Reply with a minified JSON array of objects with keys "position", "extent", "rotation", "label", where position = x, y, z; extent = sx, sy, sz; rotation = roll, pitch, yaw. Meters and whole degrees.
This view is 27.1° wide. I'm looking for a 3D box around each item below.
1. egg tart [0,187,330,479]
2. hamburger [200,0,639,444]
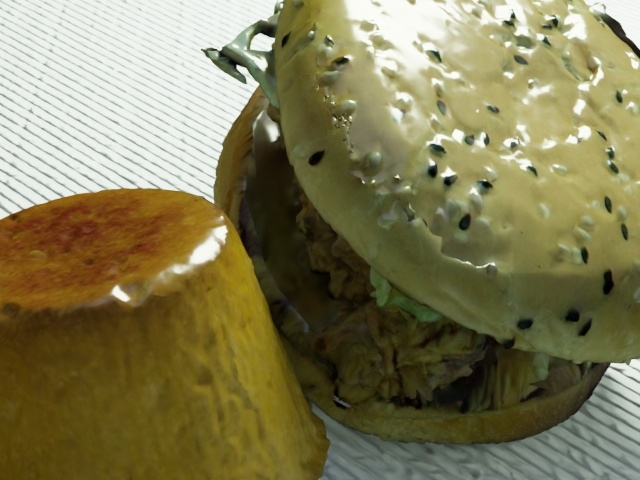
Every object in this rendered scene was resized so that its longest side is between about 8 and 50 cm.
[{"position":[-0.109,0.074,0.692],"extent":[0.215,0.171,0.215],"rotation":[-8,24,4],"label":"egg tart"},{"position":[0.076,-0.030,0.815],"extent":[0.277,0.195,0.318],"rotation":[-27,73,-44],"label":"hamburger"}]
